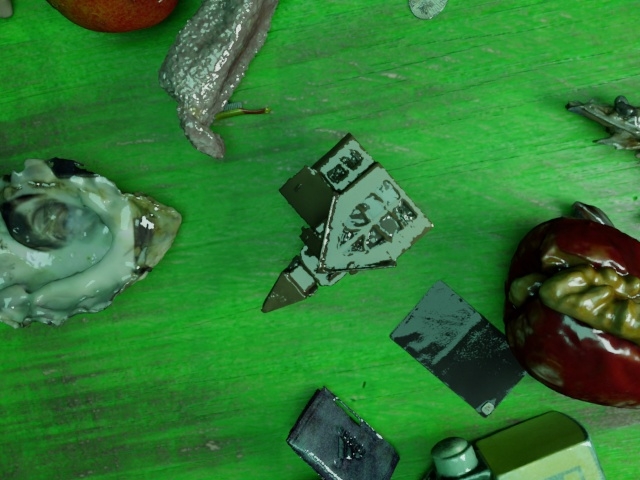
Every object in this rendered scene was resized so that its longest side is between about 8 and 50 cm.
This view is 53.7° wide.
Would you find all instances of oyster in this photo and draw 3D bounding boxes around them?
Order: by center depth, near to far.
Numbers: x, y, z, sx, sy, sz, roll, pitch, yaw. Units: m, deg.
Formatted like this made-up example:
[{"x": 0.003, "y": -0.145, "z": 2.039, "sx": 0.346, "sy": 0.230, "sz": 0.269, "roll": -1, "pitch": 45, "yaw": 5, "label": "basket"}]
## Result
[{"x": -0.373, "y": 0.001, "z": 0.904, "sx": 0.351, "sy": 0.115, "sz": 0.238, "roll": -11, "pitch": 87, "yaw": 0, "label": "oyster"}]

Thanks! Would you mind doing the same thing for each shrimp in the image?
[{"x": 0.460, "y": -0.061, "z": 0.862, "sx": 0.360, "sy": 0.085, "sz": 0.247, "roll": 40, "pitch": 103, "yaw": -5, "label": "shrimp"}]

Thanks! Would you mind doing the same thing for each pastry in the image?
[{"x": -0.141, "y": -0.252, "z": 0.855, "sx": 0.112, "sy": 0.103, "sz": 0.265, "roll": 21, "pitch": 88, "yaw": 11, "label": "pastry"}]

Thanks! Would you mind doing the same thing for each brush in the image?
[{"x": -0.112, "y": -0.189, "z": 0.909, "sx": 0.083, "sy": 0.019, "sz": 0.021, "roll": -6, "pitch": 86, "yaw": 6, "label": "brush"}]

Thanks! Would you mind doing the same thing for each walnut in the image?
[{"x": 0.372, "y": 0.095, "z": 0.796, "sx": 0.268, "sy": 0.244, "sz": 0.222, "roll": 18, "pitch": 76, "yaw": -6, "label": "walnut"}]

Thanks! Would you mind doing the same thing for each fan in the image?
[{"x": 0.140, "y": -0.342, "z": 0.884, "sx": 0.080, "sy": 0.003, "sz": 0.060, "roll": 15, "pitch": 96, "yaw": 2, "label": "fan"}]

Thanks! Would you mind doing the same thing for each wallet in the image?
[{"x": 0.033, "y": 0.304, "z": 0.913, "sx": 0.166, "sy": 0.111, "sz": 0.030, "roll": 43, "pitch": 137, "yaw": -2, "label": "wallet"}]

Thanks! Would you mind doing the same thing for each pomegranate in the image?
[{"x": -0.282, "y": -0.369, "z": 0.812, "sx": 0.235, "sy": 0.210, "sz": 0.210, "roll": -3, "pitch": 96, "yaw": 29, "label": "pomegranate"}]

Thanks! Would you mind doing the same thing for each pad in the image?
[{"x": 0.209, "y": 0.161, "z": 0.932, "sx": 0.193, "sy": 0.004, "sz": 0.116, "roll": 41, "pitch": 96, "yaw": 0, "label": "pad"}]

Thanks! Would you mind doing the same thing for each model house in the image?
[{"x": 0.000, "y": 0.000, "z": 0.839, "sx": 0.248, "sy": 0.181, "sz": 0.176, "roll": -41, "pitch": 91, "yaw": 5, "label": "model house"}]

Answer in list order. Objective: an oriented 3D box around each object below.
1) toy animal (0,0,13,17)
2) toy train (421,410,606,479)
[{"x": -0.575, "y": -0.365, "z": 0.851, "sx": 0.250, "sy": 0.166, "sz": 0.154, "roll": 1, "pitch": 105, "yaw": 10, "label": "toy animal"}, {"x": 0.302, "y": 0.442, "z": 0.884, "sx": 0.253, "sy": 0.160, "sz": 0.397, "roll": -21, "pitch": 93, "yaw": 0, "label": "toy train"}]
